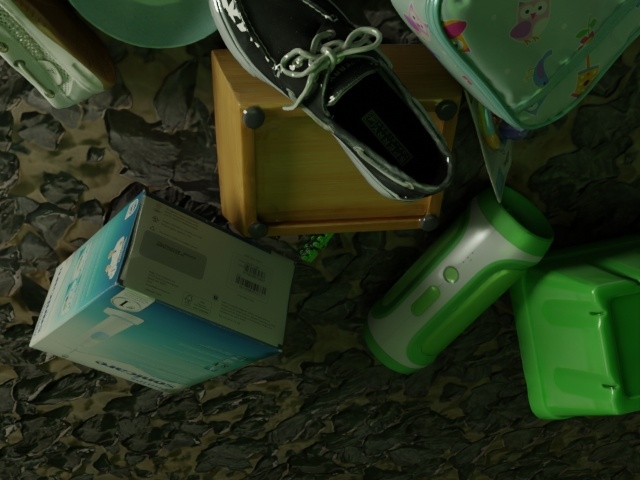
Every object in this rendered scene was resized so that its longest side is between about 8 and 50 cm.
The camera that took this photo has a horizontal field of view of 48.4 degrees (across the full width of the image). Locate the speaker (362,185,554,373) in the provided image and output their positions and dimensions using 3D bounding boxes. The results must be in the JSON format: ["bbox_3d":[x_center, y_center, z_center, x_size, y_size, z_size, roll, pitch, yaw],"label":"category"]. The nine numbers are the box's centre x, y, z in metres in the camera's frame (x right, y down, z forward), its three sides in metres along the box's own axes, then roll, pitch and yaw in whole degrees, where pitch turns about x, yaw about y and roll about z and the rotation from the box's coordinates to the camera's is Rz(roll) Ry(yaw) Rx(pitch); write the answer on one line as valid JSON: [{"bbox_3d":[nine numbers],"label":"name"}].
[{"bbox_3d":[0.188,0.060,1.015,0.131,0.131,0.296,23,124,-26],"label":"speaker"}]

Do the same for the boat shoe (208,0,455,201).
[{"bbox_3d":[0.012,-0.157,0.683,0.113,0.105,0.306,-39,96,-5],"label":"boat shoe"}]

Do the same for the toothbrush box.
[{"bbox_3d":[-0.205,0.084,0.906,0.216,0.126,0.295,26,145,-28],"label":"toothbrush box"}]

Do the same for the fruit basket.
[{"bbox_3d":[0.461,0.132,1.077,0.391,0.392,0.283,-10,91,0],"label":"fruit basket"}]

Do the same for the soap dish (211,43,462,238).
[{"bbox_3d":[0.023,-0.111,0.842,0.290,0.118,0.229,-3,131,-8],"label":"soap dish"}]

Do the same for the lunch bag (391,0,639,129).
[{"bbox_3d":[0.221,-0.251,0.638,0.279,0.108,0.224,-45,127,10],"label":"lunch bag"}]

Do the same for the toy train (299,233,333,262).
[{"bbox_3d":[0.000,0.000,1.004,0.023,0.017,0.083,17,127,-34],"label":"toy train"}]

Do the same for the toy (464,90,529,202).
[{"bbox_3d":[0.204,-0.173,0.799,0.056,0.137,0.237,-4,136,32],"label":"toy"}]

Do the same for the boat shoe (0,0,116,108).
[{"bbox_3d":[-0.327,-0.230,0.694,0.096,0.098,0.277,-29,130,15],"label":"boat shoe"}]

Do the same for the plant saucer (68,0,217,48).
[{"bbox_3d":[-0.167,-0.289,0.709,0.194,0.037,0.195,-5,132,-5],"label":"plant saucer"}]
